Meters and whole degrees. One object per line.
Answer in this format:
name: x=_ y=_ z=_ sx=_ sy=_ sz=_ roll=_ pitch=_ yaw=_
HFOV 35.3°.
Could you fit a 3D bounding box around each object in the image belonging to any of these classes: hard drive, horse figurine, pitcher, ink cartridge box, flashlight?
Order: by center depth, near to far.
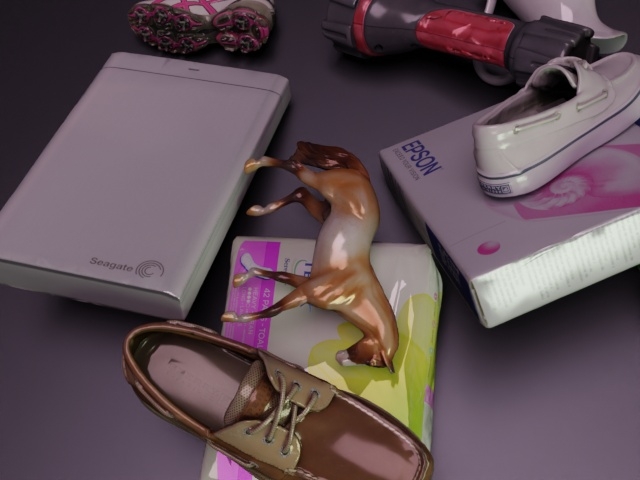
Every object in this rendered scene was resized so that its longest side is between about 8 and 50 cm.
ink cartridge box: x=0.255 y=-0.073 z=1.029 sx=0.330 sy=0.071 sz=0.324 roll=-24 pitch=28 yaw=-1
horse figurine: x=0.000 y=0.000 z=1.030 sx=0.175 sy=0.066 sz=0.263 roll=2 pitch=65 yaw=10
hard drive: x=-0.196 y=-0.078 z=1.119 sx=0.233 sy=0.047 sz=0.353 roll=11 pitch=49 yaw=13
flashlight: x=0.150 y=-0.233 z=1.141 sx=0.304 sy=0.103 sz=0.103 roll=22 pitch=78 yaw=31
pitcher: x=0.246 y=-0.299 z=1.194 sx=0.178 sy=0.125 sz=0.207 roll=-19 pitch=80 yaw=16

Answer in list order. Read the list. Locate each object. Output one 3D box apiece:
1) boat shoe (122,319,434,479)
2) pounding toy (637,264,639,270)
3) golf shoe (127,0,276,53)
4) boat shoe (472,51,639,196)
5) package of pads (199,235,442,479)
boat shoe: x=-0.052 y=0.166 z=0.945 sx=0.325 sy=0.116 sz=0.123 roll=19 pitch=74 yaw=15
pounding toy: x=0.390 y=0.022 z=1.004 sx=0.094 sy=0.206 sz=0.181 roll=-23 pitch=69 yaw=-2
golf shoe: x=-0.147 y=-0.279 z=1.260 sx=0.186 sy=0.067 sz=0.086 roll=6 pitch=44 yaw=9
boat shoe: x=0.244 y=-0.137 z=0.987 sx=0.095 sy=0.084 sz=0.258 roll=10 pitch=39 yaw=45
package of pads: x=0.008 y=0.143 z=1.061 sx=0.229 sy=0.101 sz=0.296 roll=3 pitch=71 yaw=8
